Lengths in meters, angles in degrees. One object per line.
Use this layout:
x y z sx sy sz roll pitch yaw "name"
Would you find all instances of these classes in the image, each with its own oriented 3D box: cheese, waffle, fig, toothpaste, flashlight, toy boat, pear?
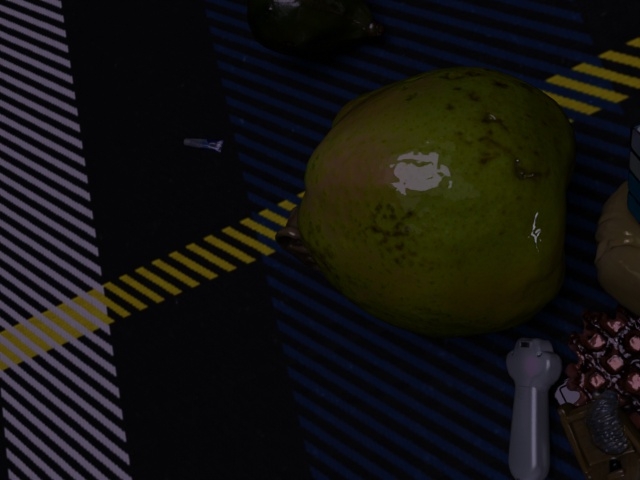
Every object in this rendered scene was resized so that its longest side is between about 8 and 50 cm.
0.461 0.014 0.985 0.225 0.117 0.214 12 56 28 "cheese"
0.434 0.186 1.010 0.234 0.055 0.221 -5 77 33 "waffle"
-0.008 -0.397 1.359 0.244 0.195 0.195 28 92 -4 "fig"
-0.225 -0.184 1.501 0.083 0.015 0.024 8 80 24 "toothpaste"
0.296 0.236 1.087 0.093 0.047 0.201 -10 74 62 "flashlight"
0.387 0.332 0.939 0.089 0.121 0.321 -28 84 26 "toy boat"
0.000 0.000 1.236 0.116 0.188 0.061 12 75 30 "toy boat"
0.151 -0.053 1.059 0.390 0.391 0.391 -7 74 27 "pear"

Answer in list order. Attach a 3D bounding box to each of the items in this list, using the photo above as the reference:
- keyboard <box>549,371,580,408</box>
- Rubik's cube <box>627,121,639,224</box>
0.441 0.184 1.047 0.262 0.016 0.106 -31 65 19 "keyboard"
0.453 -0.061 0.873 0.155 0.151 0.154 -23 50 1 "Rubik's cube"
